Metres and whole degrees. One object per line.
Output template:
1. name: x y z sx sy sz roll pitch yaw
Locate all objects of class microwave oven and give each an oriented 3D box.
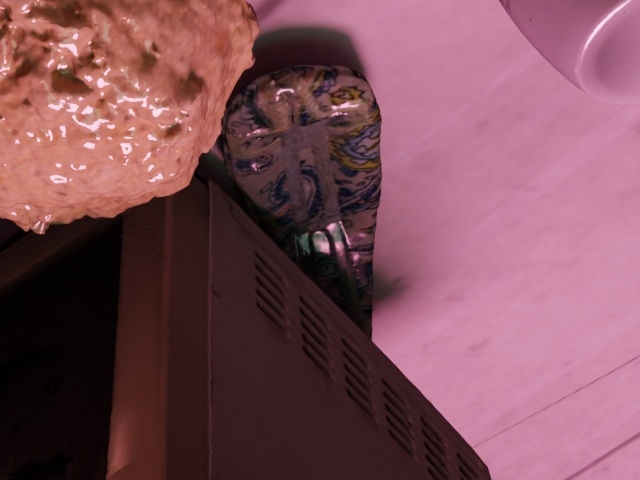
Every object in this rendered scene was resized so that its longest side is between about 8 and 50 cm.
1. microwave oven: -0.124 0.170 0.667 0.355 0.218 0.286 -31 126 19

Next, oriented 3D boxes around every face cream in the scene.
1. face cream: 0.101 -0.101 0.523 0.091 0.095 0.091 -12 147 -8

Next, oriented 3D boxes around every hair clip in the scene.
1. hair clip: -0.001 -0.002 0.673 0.066 0.036 0.229 -18 142 -6

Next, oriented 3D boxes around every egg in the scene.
1. egg: -0.081 -0.062 0.473 0.118 0.116 0.140 -33 158 -33
